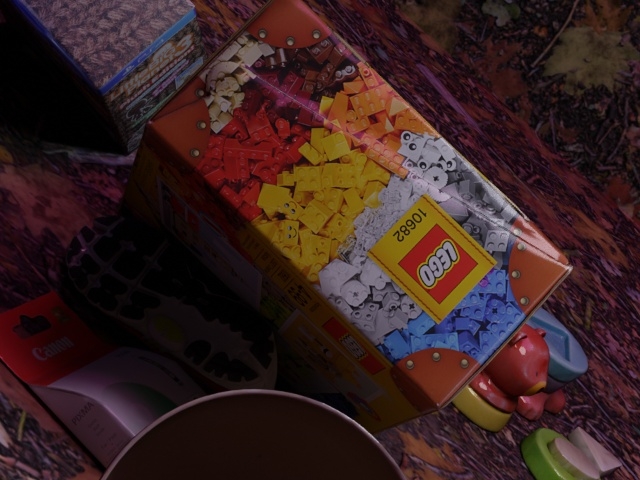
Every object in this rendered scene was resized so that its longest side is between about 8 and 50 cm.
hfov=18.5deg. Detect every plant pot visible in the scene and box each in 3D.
[{"bbox_3d":[-0.072,0.271,1.618,0.284,0.284,0.191,42,-15,-5],"label":"plant pot"}]

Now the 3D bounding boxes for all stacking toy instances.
[{"bbox_3d":[0.320,0.205,2.621,0.279,0.130,0.309,47,21,8],"label":"stacking toy"}]

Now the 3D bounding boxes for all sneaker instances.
[{"bbox_3d":[-0.156,0.085,2.026,0.279,0.107,0.118,39,-22,25],"label":"sneaker"}]

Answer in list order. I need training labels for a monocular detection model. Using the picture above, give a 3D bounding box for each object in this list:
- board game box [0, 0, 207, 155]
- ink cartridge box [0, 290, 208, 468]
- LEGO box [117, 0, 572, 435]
[{"bbox_3d":[-0.258,-0.258,2.250,0.232,0.141,0.291,48,-7,9],"label":"board game box"},{"bbox_3d":[-0.205,0.130,1.887,0.224,0.056,0.181,47,20,6],"label":"ink cartridge box"},{"bbox_3d":[0.000,0.000,1.988,0.372,0.193,0.500,44,-13,1],"label":"LEGO box"}]
